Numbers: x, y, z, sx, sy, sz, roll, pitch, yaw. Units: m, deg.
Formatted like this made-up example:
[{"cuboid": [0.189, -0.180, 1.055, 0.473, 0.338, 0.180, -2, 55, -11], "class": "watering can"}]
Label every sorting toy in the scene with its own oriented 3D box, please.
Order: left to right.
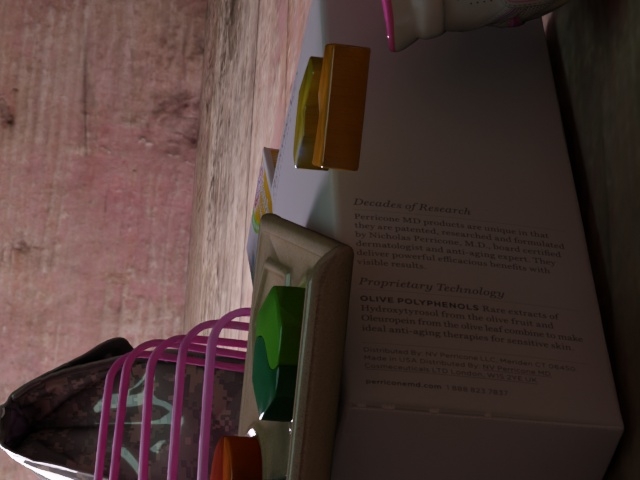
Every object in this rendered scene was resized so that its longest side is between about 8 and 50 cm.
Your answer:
[{"cuboid": [-0.022, 0.050, 0.968, 0.229, 0.041, 0.307, -150, 65, -80], "class": "sorting toy"}]

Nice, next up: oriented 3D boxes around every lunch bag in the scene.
[{"cuboid": [-0.163, 0.198, 1.810, 0.235, 0.287, 0.169, 75, -163, -70], "class": "lunch bag"}]

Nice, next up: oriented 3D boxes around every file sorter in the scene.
[{"cuboid": [-0.056, 0.169, 1.441, 0.291, 0.182, 0.202, 155, 122, -64], "class": "file sorter"}]

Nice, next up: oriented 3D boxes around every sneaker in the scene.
[{"cuboid": [0.118, -0.187, 1.100, 0.252, 0.111, 0.103, -61, -33, -52], "class": "sneaker"}]

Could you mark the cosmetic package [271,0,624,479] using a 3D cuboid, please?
[{"cuboid": [0.061, 0.030, 1.093, 0.365, 0.155, 0.197, -95, 14, -47], "class": "cosmetic package"}]

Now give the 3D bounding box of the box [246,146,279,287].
[{"cuboid": [0.000, 0.000, 1.625, 0.203, 0.114, 0.103, -104, 23, -69], "class": "box"}]
